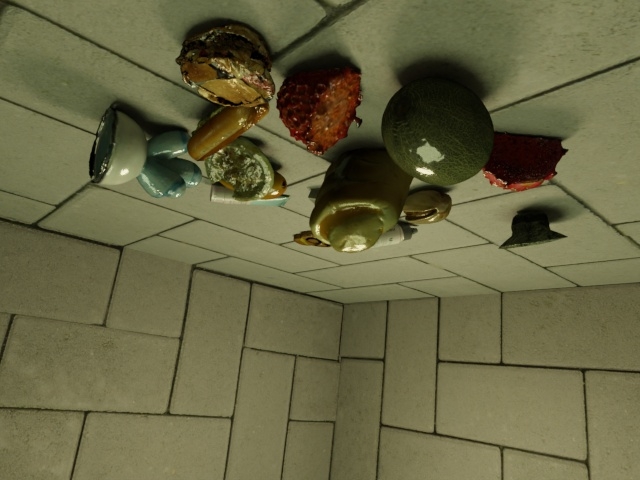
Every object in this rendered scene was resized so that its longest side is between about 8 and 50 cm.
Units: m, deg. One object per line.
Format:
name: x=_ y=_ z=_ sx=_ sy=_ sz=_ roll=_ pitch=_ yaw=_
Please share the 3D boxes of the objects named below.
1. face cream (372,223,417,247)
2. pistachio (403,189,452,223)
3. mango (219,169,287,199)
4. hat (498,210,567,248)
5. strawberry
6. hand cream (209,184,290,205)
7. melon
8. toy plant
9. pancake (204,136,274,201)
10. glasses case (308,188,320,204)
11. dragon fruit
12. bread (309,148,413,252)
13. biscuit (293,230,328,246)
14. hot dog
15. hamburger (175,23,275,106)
face cream: x=0.280 y=-0.021 z=2.119 sx=0.311 sy=0.092 sz=0.092 roll=-8 pitch=167 yaw=-16
pistachio: x=0.383 y=-0.125 z=1.791 sx=0.206 sy=0.131 sz=0.129 roll=-6 pitch=115 yaw=50
mango: x=-0.243 y=-0.208 z=1.724 sx=0.253 sy=0.113 sz=0.138 roll=10 pitch=177 yaw=1
hat: x=0.809 y=-0.044 z=1.876 sx=0.266 sy=0.128 sz=0.265 roll=-5 pitch=174 yaw=-1
strawberry: x=-0.014 y=-0.337 z=1.183 sx=0.178 sy=0.234 sz=0.234 roll=33 pitch=173 yaw=21
hand cream: x=-0.283 y=-0.178 z=1.963 sx=0.312 sy=0.070 sz=0.111 roll=4 pitch=164 yaw=-21
melon: x=0.286 y=-0.255 z=1.168 sx=0.237 sy=0.237 sz=0.302 roll=-11 pitch=157 yaw=44
toy plant: x=-0.523 y=-0.246 z=1.520 sx=0.332 sy=0.247 sz=0.247 roll=14 pitch=162 yaw=-38
pancake: x=-0.266 y=-0.230 z=1.601 sx=0.254 sy=0.037 sz=0.253 roll=10 pitch=134 yaw=10
glasses case: x=0.030 y=-0.140 z=1.939 sx=0.071 sy=0.047 sz=0.205 roll=10 pitch=163 yaw=30
dragon fruit: x=0.548 y=-0.222 z=1.378 sx=0.262 sy=0.163 sz=0.189 roll=4 pitch=-169 yaw=5
bread: x=0.102 y=-0.129 z=1.510 sx=0.301 sy=0.341 sz=0.210 roll=-6 pitch=138 yaw=43
biscuit: x=0.000 y=0.000 z=2.464 sx=0.290 sy=0.041 sz=0.208 roll=-3 pitch=162 yaw=30
hot dog: x=-0.277 y=-0.316 z=1.352 sx=0.337 sy=0.135 sz=0.100 roll=-18 pitch=114 yaw=46
hamburger: x=-0.209 y=-0.391 z=1.118 sx=0.231 sy=0.106 sz=0.231 roll=5 pitch=168 yaw=1
